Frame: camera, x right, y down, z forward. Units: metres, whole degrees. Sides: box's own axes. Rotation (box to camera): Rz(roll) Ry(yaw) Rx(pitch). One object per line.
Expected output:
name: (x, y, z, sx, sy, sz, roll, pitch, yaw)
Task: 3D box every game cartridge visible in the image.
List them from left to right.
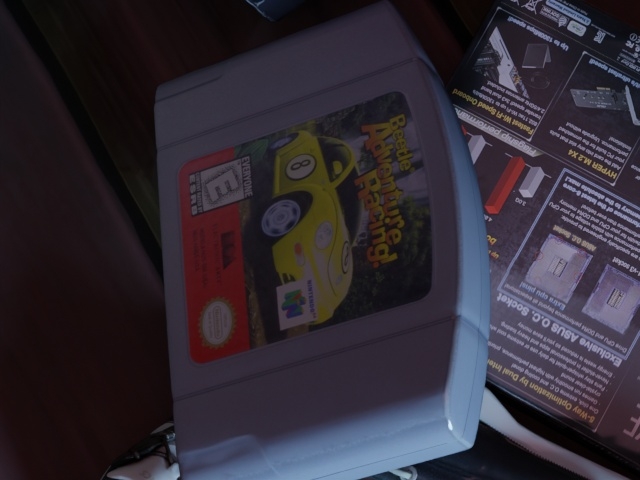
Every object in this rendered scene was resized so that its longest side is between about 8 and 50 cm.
game cartridge: (0.000, 0.000, 0.991, 0.196, 0.060, 0.294, -17, 60, 16)

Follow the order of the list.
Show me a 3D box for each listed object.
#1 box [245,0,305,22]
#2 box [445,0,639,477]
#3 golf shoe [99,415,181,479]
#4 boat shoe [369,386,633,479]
box: (-0.085, -0.325, 0.953, 0.183, 0.294, 0.296, -35, 69, 13)
box: (0.196, 0.007, 1.040, 0.307, 0.076, 0.242, 28, 83, 6)
golf shoe: (-0.080, 0.142, 1.018, 0.077, 0.094, 0.198, 41, 82, 9)
boat shoe: (0.135, 0.165, 1.004, 0.303, 0.114, 0.091, 29, 82, 18)
